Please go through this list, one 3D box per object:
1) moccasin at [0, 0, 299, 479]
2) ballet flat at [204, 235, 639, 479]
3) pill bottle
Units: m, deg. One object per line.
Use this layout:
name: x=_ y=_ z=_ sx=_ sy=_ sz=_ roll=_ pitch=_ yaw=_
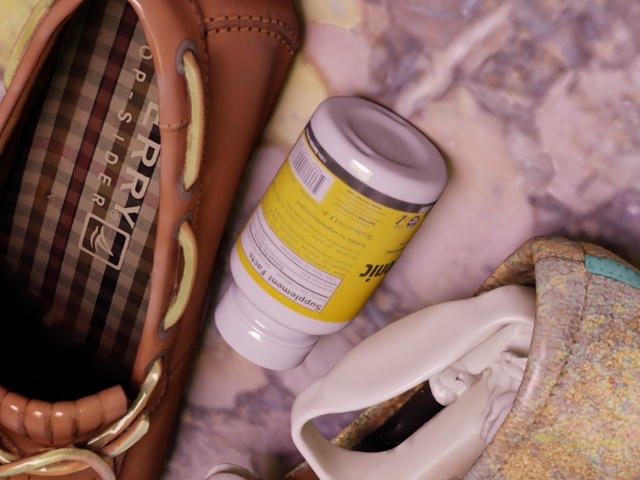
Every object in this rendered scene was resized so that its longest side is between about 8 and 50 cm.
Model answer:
moccasin: x=-0.120 y=0.046 z=0.584 sx=0.139 sy=0.147 sz=0.380 roll=33 pitch=117 yaw=7
ballet flat: x=0.012 y=0.120 z=0.571 sx=0.123 sy=0.123 sz=0.348 roll=47 pitch=114 yaw=0
pill bottle: x=0.000 y=0.000 z=0.567 sx=0.065 sy=0.065 sz=0.116 roll=37 pitch=118 yaw=6
